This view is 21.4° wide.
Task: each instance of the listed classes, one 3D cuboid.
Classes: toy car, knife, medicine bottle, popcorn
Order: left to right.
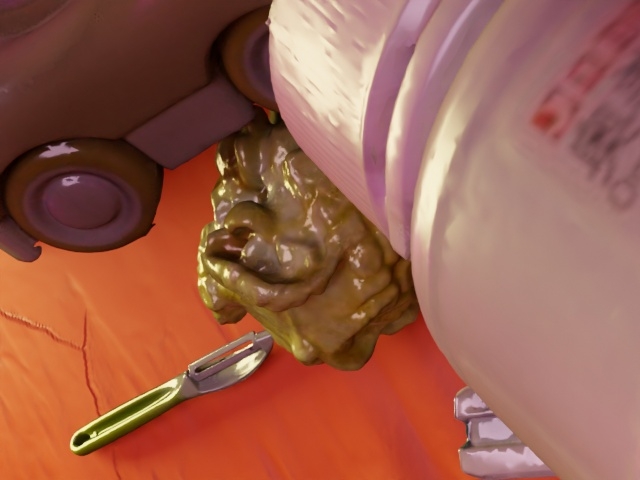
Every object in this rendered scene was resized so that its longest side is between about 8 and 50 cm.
[{"bbox_3d":[-0.107,-0.169,0.880,0.336,0.226,0.242,-30,39,30],"label":"toy car"},{"bbox_3d":[-0.090,0.095,1.044,0.184,0.026,0.022,-29,38,30],"label":"knife"},{"bbox_3d":[0.000,0.000,0.936,0.135,0.162,0.141,4,122,-3],"label":"popcorn"},{"bbox_3d":[0.149,-0.032,0.670,0.325,0.256,0.256,46,115,41],"label":"medicine bottle"}]

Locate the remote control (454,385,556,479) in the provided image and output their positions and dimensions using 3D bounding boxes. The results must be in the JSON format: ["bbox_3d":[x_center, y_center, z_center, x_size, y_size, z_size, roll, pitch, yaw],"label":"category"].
[{"bbox_3d":[0.211,0.076,0.807,0.277,0.103,0.055,-8,83,27],"label":"remote control"}]
